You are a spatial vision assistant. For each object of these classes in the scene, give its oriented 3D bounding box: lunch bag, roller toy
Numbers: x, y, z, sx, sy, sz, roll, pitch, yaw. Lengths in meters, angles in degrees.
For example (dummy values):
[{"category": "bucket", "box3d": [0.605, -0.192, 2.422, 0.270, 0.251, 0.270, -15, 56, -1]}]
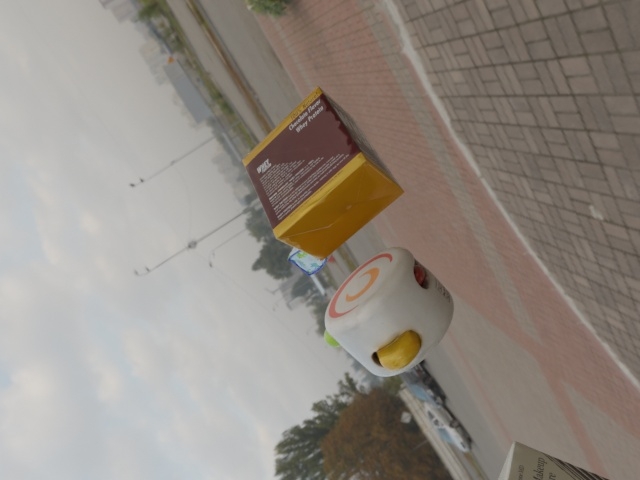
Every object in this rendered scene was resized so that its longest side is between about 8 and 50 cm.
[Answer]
[{"category": "lunch bag", "box3d": [0.000, 0.000, 1.329, 0.096, 0.129, 0.151, 37, 148, -13]}, {"category": "roller toy", "box3d": [0.118, 0.120, 0.890, 0.146, 0.191, 0.209, 44, 158, -12]}]

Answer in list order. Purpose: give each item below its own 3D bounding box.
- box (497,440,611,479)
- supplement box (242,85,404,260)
[{"category": "box", "box3d": [0.360, 0.372, 0.671, 0.274, 0.094, 0.113, 18, -155, 19]}, {"category": "supplement box", "box3d": [-0.001, -0.111, 0.914, 0.129, 0.191, 0.194, 28, -152, -50]}]
